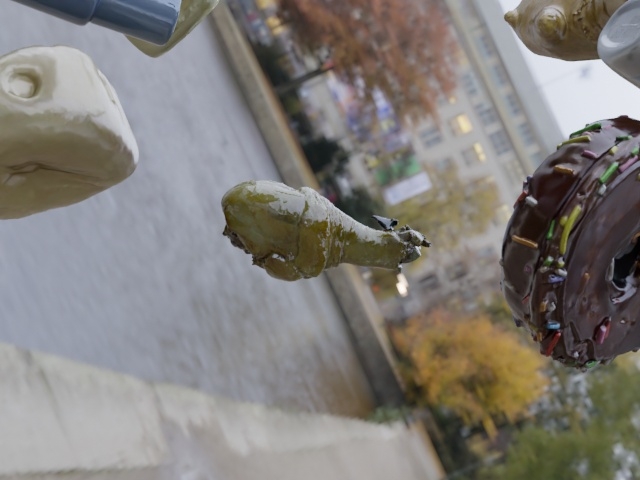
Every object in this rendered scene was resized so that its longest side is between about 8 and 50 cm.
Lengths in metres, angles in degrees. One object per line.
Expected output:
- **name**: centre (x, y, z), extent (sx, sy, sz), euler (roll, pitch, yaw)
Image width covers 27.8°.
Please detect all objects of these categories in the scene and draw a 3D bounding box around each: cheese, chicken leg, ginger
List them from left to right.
- **cheese**: centre (-0.305, -0.105, 1.361), extent (0.235, 0.218, 0.117), euler (20, 45, -56)
- **chicken leg**: centre (0.000, 0.000, 1.379), extent (0.088, 0.227, 0.103), euler (-77, -178, -84)
- **ginger**: centre (0.343, -0.247, 1.358), extent (0.363, 0.348, 0.122), euler (-15, 98, -66)

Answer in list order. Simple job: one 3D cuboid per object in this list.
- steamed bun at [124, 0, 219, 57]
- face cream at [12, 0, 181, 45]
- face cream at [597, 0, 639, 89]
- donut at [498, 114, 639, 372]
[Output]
- **steamed bun**: centre (-0.202, -0.359, 1.662), extent (0.152, 0.170, 0.239), euler (41, 29, -25)
- **face cream**: centre (-0.340, -0.306, 1.400), extent (0.136, 0.385, 0.086), euler (-93, -153, -48)
- **face cream**: centre (0.412, -0.107, 1.172), extent (0.336, 0.080, 0.163), euler (32, 5, -9)
- **donut**: centre (0.243, -0.001, 1.114), extent (0.089, 0.235, 0.235), euler (33, -22, 40)
